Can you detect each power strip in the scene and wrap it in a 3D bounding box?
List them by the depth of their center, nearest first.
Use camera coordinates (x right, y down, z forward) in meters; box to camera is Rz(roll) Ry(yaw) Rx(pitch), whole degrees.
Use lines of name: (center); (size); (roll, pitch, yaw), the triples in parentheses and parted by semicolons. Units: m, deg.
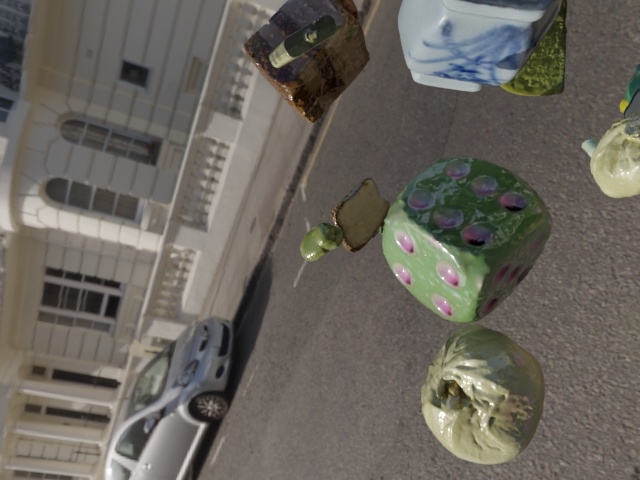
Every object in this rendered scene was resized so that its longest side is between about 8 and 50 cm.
power strip: (-0.034, -0.341, 0.879); (0.092, 0.034, 0.268); (-32, 19, -3)

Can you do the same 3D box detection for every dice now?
dice: (0.374, -0.009, 1.325); (0.322, 0.318, 0.330); (40, 155, 32)

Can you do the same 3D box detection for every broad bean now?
broad bean: (0.000, 0.000, 0.806); (0.083, 0.045, 0.063); (-31, 42, 43)

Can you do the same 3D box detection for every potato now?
potato: (0.440, -0.526, 1.237); (0.280, 0.213, 0.329); (-95, -2, -69)

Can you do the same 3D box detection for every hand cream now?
hand cream: (0.918, -0.249, 1.623); (0.204, 0.050, 0.078); (65, 146, 34)

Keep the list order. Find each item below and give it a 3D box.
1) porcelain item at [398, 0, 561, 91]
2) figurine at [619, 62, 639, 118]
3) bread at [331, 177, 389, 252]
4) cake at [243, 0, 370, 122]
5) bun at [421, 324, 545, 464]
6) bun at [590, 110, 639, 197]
porcelain item: (0.250, -0.364, 0.833); (0.405, 0.243, 0.178); (-38, -41, -83)
figurine: (1.004, -0.448, 1.463); (0.340, 0.231, 0.323); (-48, 3, -43)
bread: (0.072, -0.054, 0.978); (0.129, 0.126, 0.044); (-46, 47, -13)
cake: (-0.003, -0.455, 1.203); (0.293, 0.196, 0.198); (-44, 62, 3)
bun: (0.396, 0.382, 1.316); (0.361, 0.213, 0.360); (-42, 39, 47)
bun: (0.633, -0.187, 0.976); (0.229, 0.145, 0.229); (-38, 1, 1)
